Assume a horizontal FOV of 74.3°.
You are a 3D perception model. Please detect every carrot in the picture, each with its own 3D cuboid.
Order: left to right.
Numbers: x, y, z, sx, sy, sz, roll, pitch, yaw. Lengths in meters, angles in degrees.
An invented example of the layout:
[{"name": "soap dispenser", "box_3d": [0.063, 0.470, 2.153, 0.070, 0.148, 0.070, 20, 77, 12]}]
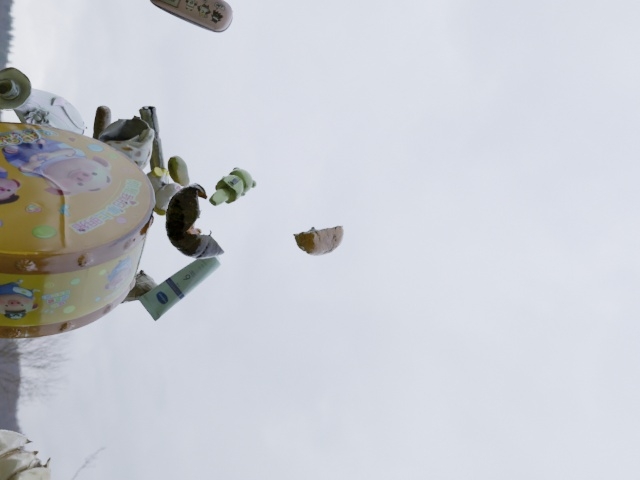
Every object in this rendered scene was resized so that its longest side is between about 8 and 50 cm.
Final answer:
[{"name": "carrot", "box_3d": [-0.956, -0.435, 1.827, 0.342, 0.070, 0.070, -51, -121, 40]}]

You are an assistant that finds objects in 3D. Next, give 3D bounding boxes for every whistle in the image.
[{"name": "whistle", "box_3d": [-0.691, -0.390, 1.756, 0.067, 0.057, 0.327, 4, -59, 2]}, {"name": "whistle", "box_3d": [-0.392, -0.232, 1.865, 0.131, 0.288, 0.106, 39, -45, -2]}]

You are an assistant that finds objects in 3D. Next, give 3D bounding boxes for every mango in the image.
[{"name": "mango", "box_3d": [-0.845, -0.411, 2.517, 0.085, 0.122, 0.191, -10, -79, 29]}]

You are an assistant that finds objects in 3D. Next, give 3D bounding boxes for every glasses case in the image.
[{"name": "glasses case", "box_3d": [-0.471, -0.859, 1.533, 0.075, 0.314, 0.122, 131, -19, -79]}]

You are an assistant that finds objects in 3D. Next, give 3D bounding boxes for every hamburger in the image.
[{"name": "hamburger", "box_3d": [0.000, 0.000, 1.882, 0.124, 0.261, 0.131, -16, -96, 51]}]

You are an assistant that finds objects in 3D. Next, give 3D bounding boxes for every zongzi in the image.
[{"name": "zongzi", "box_3d": [-0.669, 0.212, 1.558, 0.178, 0.189, 0.081, 36, -52, 9]}]

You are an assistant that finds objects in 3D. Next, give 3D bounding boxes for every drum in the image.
[{"name": "drum", "box_3d": [-0.559, -0.034, 0.823, 0.431, 0.430, 0.214, 50, -51, 30]}]

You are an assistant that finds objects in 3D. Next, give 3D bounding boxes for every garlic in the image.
[{"name": "garlic", "box_3d": [-0.848, 0.663, 1.152, 0.281, 0.203, 0.185, 37, -59, 14]}]

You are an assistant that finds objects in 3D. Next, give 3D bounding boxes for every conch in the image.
[{"name": "conch", "box_3d": [-0.716, -0.309, 1.518, 0.183, 0.274, 0.149, 50, -20, 21]}]

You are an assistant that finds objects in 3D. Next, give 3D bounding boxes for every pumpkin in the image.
[{"name": "pumpkin", "box_3d": [-0.309, -0.034, 0.990, 0.119, 0.107, 0.184, -1, -71, 52]}]

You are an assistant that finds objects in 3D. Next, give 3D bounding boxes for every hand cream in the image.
[{"name": "hand cream", "box_3d": [-0.512, 0.158, 1.580, 0.109, 0.320, 0.067, 47, -18, 12]}]

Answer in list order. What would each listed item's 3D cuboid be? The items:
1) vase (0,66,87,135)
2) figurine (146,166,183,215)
[{"name": "vase", "box_3d": [-1.277, -0.591, 1.913, 0.445, 0.249, 0.250, 103, -26, -83]}, {"name": "figurine", "box_3d": [-0.559, -0.169, 1.498, 0.178, 0.129, 0.109, 49, -14, 7]}]
